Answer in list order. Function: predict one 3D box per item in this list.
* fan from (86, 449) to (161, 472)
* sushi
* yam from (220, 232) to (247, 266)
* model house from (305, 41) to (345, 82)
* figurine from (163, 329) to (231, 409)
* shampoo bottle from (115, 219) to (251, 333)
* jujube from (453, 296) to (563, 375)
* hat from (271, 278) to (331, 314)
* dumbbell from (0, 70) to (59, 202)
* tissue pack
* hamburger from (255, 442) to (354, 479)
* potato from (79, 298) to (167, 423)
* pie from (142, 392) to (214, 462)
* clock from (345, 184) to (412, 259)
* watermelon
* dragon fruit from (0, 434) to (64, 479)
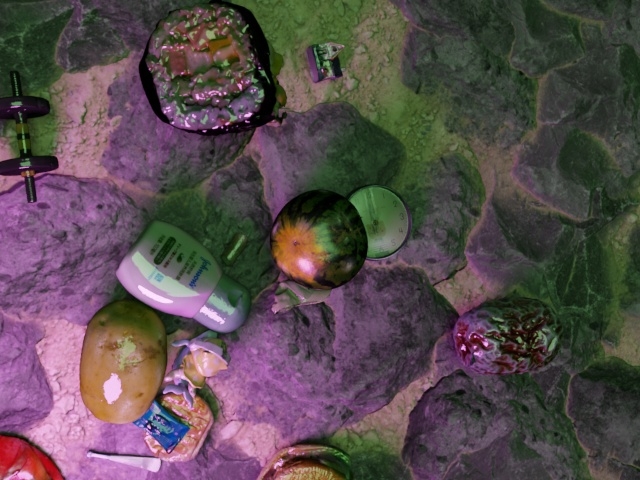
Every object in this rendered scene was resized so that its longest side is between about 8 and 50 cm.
[{"bbox_3d":[-0.519,0.577,1.699,0.193,0.016,0.038,16,83,-15],"label":"fan"},{"bbox_3d":[-0.259,-0.415,1.651,0.329,0.285,0.328,-21,89,8],"label":"sushi"},{"bbox_3d":[-0.236,0.024,1.758,0.043,0.043,0.094,37,80,-11],"label":"yam"},{"bbox_3d":[0.023,-0.502,1.802,0.100,0.088,0.100,-15,97,-12],"label":"model house"},{"bbox_3d":[-0.320,0.324,1.668,0.128,0.184,0.208,42,53,-31],"label":"figurine"},{"bbox_3d":[-0.338,0.111,1.668,0.349,0.151,0.222,36,50,-12],"label":"shampoo bottle"},{"bbox_3d":[0.541,0.281,1.864,0.317,0.226,0.226,-8,92,-22],"label":"jujube"},{"bbox_3d":[-0.049,0.145,1.763,0.166,0.122,0.081,-8,101,8],"label":"hat"},{"bbox_3d":[-0.731,-0.255,1.583,0.143,0.143,0.325,-8,92,-14],"label":"dumbbell"},{"bbox_3d":[-0.418,0.483,1.674,0.138,0.028,0.085,43,81,-12],"label":"tissue pack"},{"bbox_3d":[-0.023,0.648,1.743,0.288,0.167,0.192,21,86,-13],"label":"hamburger"},{"bbox_3d":[-0.495,0.302,1.610,0.216,0.216,0.304,15,83,-14],"label":"potato"},{"bbox_3d":[-0.384,0.493,1.717,0.195,0.046,0.195,0,90,-16],"label":"pie"},{"bbox_3d":[0.159,-0.052,1.855,0.226,0.049,0.226,0,91,-15],"label":"clock"},{"bbox_3d":[-0.004,0.002,1.709,0.269,0.269,0.269,0,90,-14],"label":"watermelon"},{"bbox_3d":[-0.759,0.678,1.600,0.282,0.100,0.343,19,86,-18],"label":"dragon fruit"}]
